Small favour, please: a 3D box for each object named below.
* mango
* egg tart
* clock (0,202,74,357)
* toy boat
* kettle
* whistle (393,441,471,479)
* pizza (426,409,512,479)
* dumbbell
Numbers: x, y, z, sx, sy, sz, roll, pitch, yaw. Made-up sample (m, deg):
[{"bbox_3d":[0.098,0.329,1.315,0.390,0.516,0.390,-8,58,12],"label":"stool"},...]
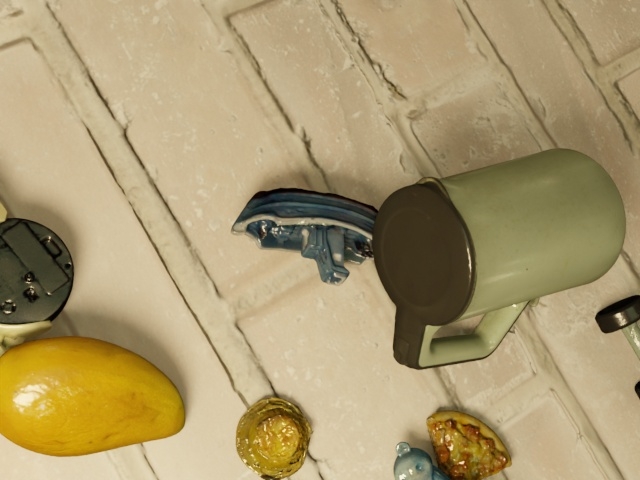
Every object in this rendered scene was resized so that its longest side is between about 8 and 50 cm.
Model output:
[{"bbox_3d":[-0.336,0.228,1.048,0.316,0.119,0.177,17,98,-29],"label":"mango"},{"bbox_3d":[-0.069,0.313,1.163,0.130,0.052,0.130,5,71,-15],"label":"egg tart"},{"bbox_3d":[-0.544,0.007,1.062,0.379,0.120,0.276,48,64,-1],"label":"clock"},{"bbox_3d":[0.000,0.000,1.227,0.309,0.129,0.143,11,58,-19],"label":"toy boat"},{"bbox_3d":[0.284,0.040,1.238,0.376,0.250,0.361,-13,124,-35],"label":"kettle"},{"bbox_3d":[0.190,0.449,1.187,0.180,0.093,0.269,-29,85,2],"label":"whistle"},{"bbox_3d":[0.253,0.368,1.254,0.175,0.046,0.134,23,69,-11],"label":"pizza"},{"bbox_3d":[0.609,0.207,1.386,0.100,0.100,0.191,-25,85,-22],"label":"dumbbell"}]
